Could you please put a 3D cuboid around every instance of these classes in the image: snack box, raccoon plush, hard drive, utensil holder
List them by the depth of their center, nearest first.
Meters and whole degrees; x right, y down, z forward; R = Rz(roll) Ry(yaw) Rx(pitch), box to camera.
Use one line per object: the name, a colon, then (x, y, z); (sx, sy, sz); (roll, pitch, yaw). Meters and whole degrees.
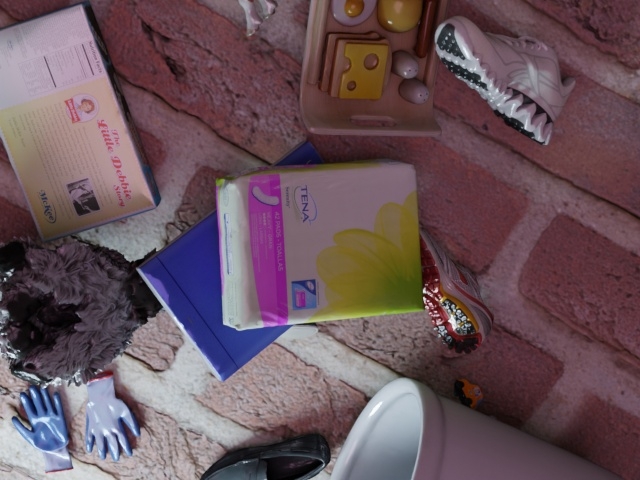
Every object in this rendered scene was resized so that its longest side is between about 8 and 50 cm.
hard drive: (-0.085, 0.029, 1.848); (0.319, 0.040, 0.210); (-38, 104, -16)
snack box: (-0.379, -0.174, 1.850); (0.187, 0.060, 0.322); (-16, 105, 5)
utensil holder: (0.238, 0.424, 1.871); (0.385, 0.327, 0.327); (23, 105, -14)
raccoon plush: (-0.380, 0.100, 1.909); (0.446, 0.299, 0.216); (4, 92, -34)

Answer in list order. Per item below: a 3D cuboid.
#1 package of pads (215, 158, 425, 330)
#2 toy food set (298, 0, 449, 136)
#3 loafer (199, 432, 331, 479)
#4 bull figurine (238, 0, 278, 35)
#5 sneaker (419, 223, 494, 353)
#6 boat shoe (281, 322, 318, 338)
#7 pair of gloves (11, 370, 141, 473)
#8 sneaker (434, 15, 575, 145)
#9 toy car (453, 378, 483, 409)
package of pads: (0.000, 0.000, 1.803); (0.297, 0.101, 0.229); (-4, 94, -20)
toy food set: (0.099, -0.295, 1.745); (0.220, 0.092, 0.306); (-2, 113, -25)
loafer: (-0.091, 0.370, 1.996); (0.223, 0.078, 0.076); (-19, 105, 6)
bull figurine: (-0.091, -0.414, 1.760); (0.310, 0.101, 0.188); (-31, 107, 9)
sneaker: (0.184, 0.064, 1.912); (0.088, 0.093, 0.225); (-32, 90, 41)
boat shoe: (-0.067, 0.132, 1.948); (0.125, 0.038, 0.046); (-4, 149, 2)
pair of gloves: (-0.396, 0.295, 2.007); (0.198, 0.023, 0.159); (-11, 104, 3)
sneaker: (0.265, -0.249, 1.760); (0.118, 0.110, 0.292); (-53, 138, 4)
toy car: (0.240, 0.275, 1.998); (0.041, 0.060, 0.122); (-15, 131, -15)
